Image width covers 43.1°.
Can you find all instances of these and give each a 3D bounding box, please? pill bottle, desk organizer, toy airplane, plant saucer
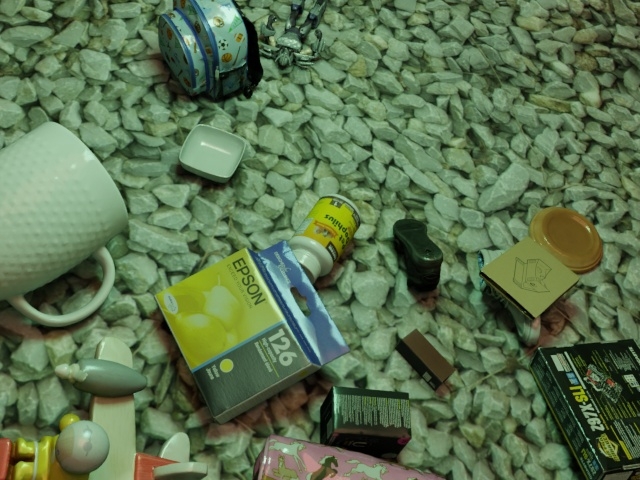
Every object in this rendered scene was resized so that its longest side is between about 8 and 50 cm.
[{"bbox_3d":[0.000,0.000,1.855,0.117,0.117,0.215,30,55,6],"label":"pill bottle"},{"bbox_3d":[0.231,0.261,1.783,0.050,0.047,0.130,-32,69,-32],"label":"desk organizer"},{"bbox_3d":[-0.383,0.395,1.397,0.386,0.272,0.384,41,56,14],"label":"toy airplane"},{"bbox_3d":[0.633,-0.009,2.073,0.200,0.037,0.200,7,56,-10],"label":"plant saucer"}]

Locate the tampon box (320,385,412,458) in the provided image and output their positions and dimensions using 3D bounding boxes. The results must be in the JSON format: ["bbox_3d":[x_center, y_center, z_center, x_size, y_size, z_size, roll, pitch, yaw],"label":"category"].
[{"bbox_3d":[0.089,0.367,1.628,0.161,0.120,0.101,7,55,-9],"label":"tampon box"}]

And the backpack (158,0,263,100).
[{"bbox_3d":[-0.289,-0.514,2.038,0.213,0.263,0.276,-29,69,-29],"label":"backpack"}]

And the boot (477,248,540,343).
[{"bbox_3d":[0.435,0.129,1.907,0.123,0.095,0.258,3,48,-5],"label":"boot"}]

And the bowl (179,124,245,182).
[{"bbox_3d":[-0.263,-0.205,1.965,0.142,0.053,0.142,20,55,-1],"label":"bowl"}]

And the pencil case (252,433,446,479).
[{"bbox_3d":[0.059,0.485,1.522,0.386,0.160,0.167,14,88,-6],"label":"pencil case"}]

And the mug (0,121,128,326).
[{"bbox_3d":[-0.577,0.001,1.642,0.328,0.276,0.374,-41,105,-27],"label":"mug"}]

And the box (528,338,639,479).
[{"bbox_3d":[0.637,0.366,1.758,0.257,0.079,0.322,-4,45,-15],"label":"box"}]

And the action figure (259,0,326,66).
[{"bbox_3d":[-0.070,-0.585,2.247,0.185,0.099,0.285,22,57,-6],"label":"action figure"}]

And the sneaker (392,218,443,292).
[{"bbox_3d":[0.225,0.039,1.917,0.087,0.130,0.227,-7,31,-13],"label":"sneaker"}]

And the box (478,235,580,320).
[{"bbox_3d":[0.487,0.084,1.881,0.201,0.021,0.164,-29,62,-37],"label":"box"}]

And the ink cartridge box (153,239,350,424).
[{"bbox_3d":[-0.144,0.172,1.678,0.307,0.072,0.304,-30,65,-5],"label":"ink cartridge box"}]
